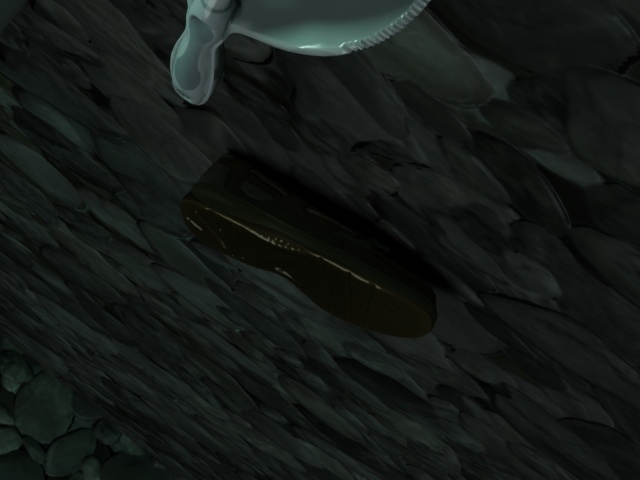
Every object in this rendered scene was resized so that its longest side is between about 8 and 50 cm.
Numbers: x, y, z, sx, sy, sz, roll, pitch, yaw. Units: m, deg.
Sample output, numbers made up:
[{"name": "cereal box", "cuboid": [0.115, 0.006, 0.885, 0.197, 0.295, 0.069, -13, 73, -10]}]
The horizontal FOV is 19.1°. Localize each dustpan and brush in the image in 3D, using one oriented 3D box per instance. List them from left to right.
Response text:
[{"name": "dustpan and brush", "cuboid": [-0.031, -0.104, 0.704, 0.147, 0.060, 0.211, 36, 166, 4]}]

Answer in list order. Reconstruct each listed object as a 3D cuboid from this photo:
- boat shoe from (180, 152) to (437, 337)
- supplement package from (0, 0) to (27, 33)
[{"name": "boat shoe", "cuboid": [0.000, 0.001, 1.017, 0.153, 0.048, 0.056, 25, 150, 19]}, {"name": "supplement package", "cuboid": [-0.286, -0.148, 0.929, 0.175, 0.177, 0.293, 45, 164, -31]}]
